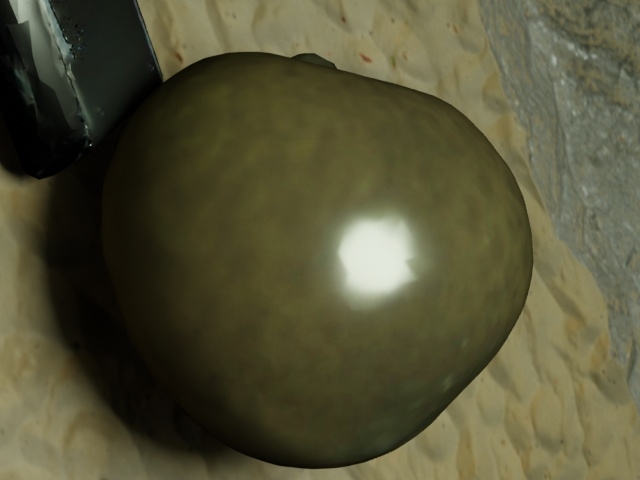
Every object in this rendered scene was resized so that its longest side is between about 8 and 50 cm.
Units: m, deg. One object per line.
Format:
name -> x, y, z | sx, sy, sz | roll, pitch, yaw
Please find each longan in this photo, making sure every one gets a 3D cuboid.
longan -> 0.000, 0.000, 1.230 | 0.300, 0.243, 0.300 | 33, 42, -36

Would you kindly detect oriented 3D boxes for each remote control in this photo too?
remote control -> -0.187, -0.238, 1.150 | 0.144, 0.062, 0.399 | -50, 131, -48
